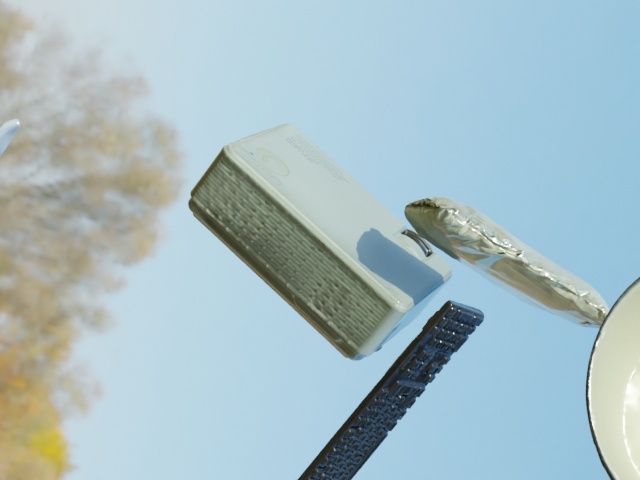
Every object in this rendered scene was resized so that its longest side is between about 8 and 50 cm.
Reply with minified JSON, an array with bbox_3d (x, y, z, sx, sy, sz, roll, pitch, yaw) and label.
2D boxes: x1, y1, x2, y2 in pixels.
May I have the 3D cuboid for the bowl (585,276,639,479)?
[{"bbox_3d":[0.314,0.127,1.209,0.126,0.238,0.238,62,36,-66],"label":"bowl"}]

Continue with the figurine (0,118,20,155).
[{"bbox_3d":[-0.348,-0.094,1.412,0.184,0.128,0.208,-66,153,-43],"label":"figurine"}]

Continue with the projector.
[{"bbox_3d":[0.000,0.000,1.766,0.099,0.257,0.192,-52,172,24],"label":"projector"}]

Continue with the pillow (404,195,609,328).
[{"bbox_3d":[0.191,0.022,1.682,0.051,0.229,0.128,-59,-172,-3],"label":"pillow"}]

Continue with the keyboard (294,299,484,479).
[{"bbox_3d":[0.042,0.126,1.198,0.013,0.061,0.204,45,-78,28],"label":"keyboard"}]
